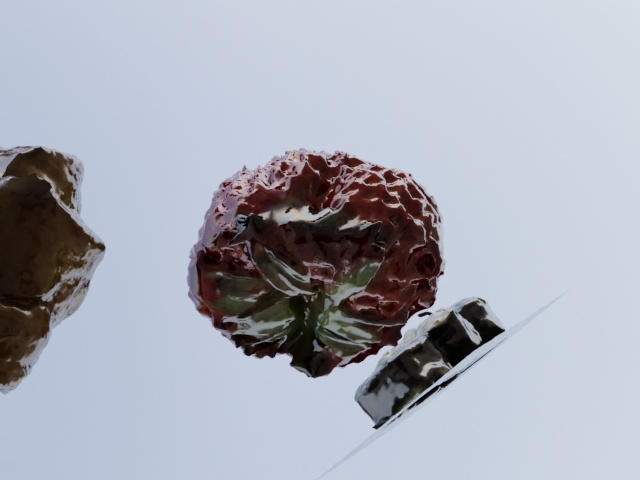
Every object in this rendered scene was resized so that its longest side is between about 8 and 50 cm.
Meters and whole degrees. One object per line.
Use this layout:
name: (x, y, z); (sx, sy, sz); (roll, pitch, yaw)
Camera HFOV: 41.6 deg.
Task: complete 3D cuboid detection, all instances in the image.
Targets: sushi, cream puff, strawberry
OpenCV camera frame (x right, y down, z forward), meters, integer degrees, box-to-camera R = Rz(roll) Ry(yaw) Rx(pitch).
sushi: (0.135, 0.144, 1.093); (0.100, 0.296, 0.373); (52, -150, 15)
cream puff: (-0.292, 0.015, 0.654); (0.241, 0.155, 0.269); (38, -115, 10)
strawberry: (-0.002, 0.003, 0.895); (0.261, 0.261, 0.257); (35, -143, -28)
